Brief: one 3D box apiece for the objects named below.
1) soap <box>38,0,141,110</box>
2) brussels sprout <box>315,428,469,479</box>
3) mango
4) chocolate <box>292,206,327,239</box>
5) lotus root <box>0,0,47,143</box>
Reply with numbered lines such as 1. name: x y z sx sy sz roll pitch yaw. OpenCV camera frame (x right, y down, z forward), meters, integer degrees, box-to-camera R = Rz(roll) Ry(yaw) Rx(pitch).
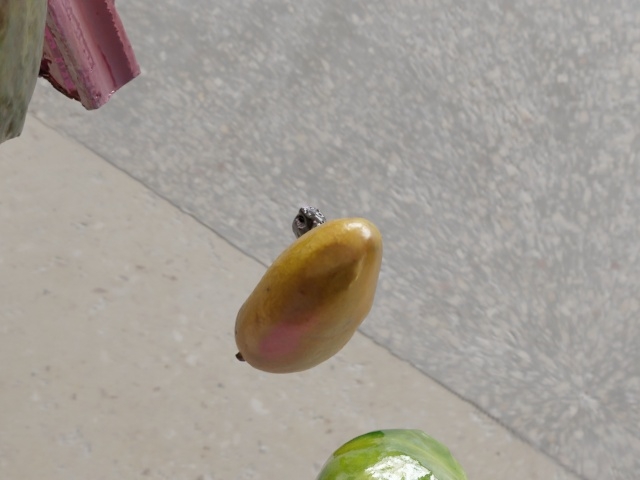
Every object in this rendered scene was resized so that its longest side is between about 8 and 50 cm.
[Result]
1. soap: -0.317 -0.281 1.286 0.099 0.250 0.162 -41 61 -18
2. brussels sprout: 0.050 0.230 0.929 0.149 0.151 0.122 -42 70 11
3. mango: -0.005 0.057 1.162 0.227 0.147 0.109 -52 53 33
4. chocolate: 0.001 -0.003 1.481 0.147 0.070 0.072 22 110 49
5. lotus root: -0.311 -0.238 0.762 0.251 0.250 0.346 11 116 15
